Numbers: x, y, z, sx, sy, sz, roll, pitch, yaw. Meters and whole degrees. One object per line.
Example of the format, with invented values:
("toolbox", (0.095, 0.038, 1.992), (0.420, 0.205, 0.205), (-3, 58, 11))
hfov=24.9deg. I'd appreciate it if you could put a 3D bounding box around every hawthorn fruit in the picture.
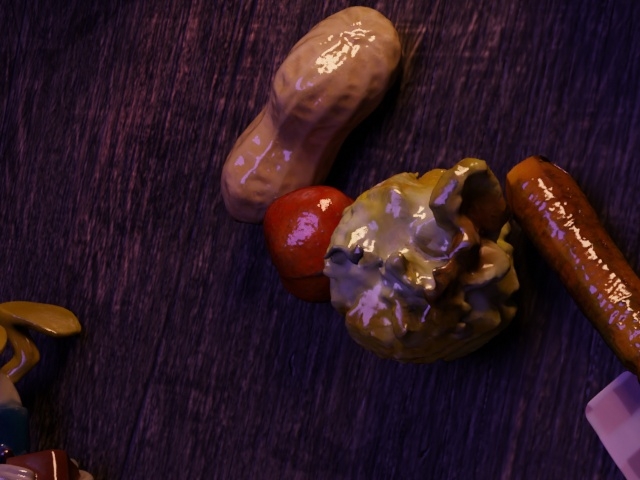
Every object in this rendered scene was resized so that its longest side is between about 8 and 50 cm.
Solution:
("hawthorn fruit", (0.000, 0.000, 1.502), (0.128, 0.128, 0.128), (-12, 71, 41))

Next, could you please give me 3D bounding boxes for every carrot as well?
("carrot", (0.246, 0.030, 1.291), (0.070, 0.070, 0.260), (-48, 52, 24))

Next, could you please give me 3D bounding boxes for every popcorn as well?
("popcorn", (0.101, 0.013, 1.346), (0.212, 0.198, 0.198), (-48, 48, 53))

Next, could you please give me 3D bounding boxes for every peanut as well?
("peanut", (-0.015, -0.126, 1.542), (0.111, 0.125, 0.274), (38, 108, 14))

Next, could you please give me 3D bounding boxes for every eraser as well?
("eraser", (0.280, 0.169, 1.257), (0.065, 0.026, 0.105), (-49, 51, 27))

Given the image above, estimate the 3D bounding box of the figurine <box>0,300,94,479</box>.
("figurine", (-0.378, 0.285, 1.792), (0.283, 0.204, 0.338), (36, 117, 35))
